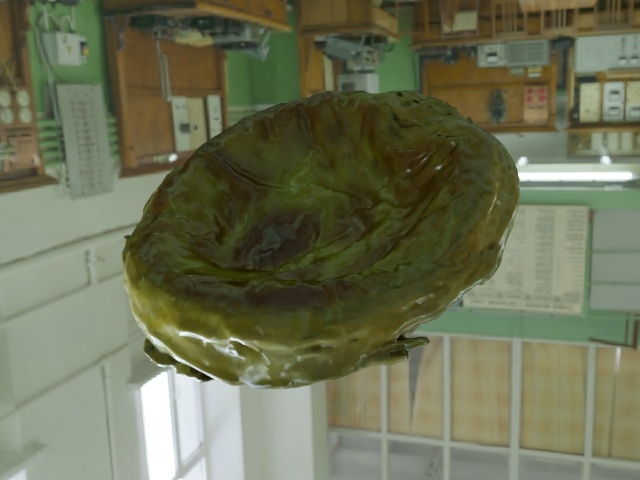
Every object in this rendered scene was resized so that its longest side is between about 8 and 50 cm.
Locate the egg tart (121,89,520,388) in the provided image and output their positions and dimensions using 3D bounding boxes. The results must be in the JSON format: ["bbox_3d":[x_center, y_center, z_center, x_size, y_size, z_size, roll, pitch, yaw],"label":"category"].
[{"bbox_3d":[0.000,0.000,0.502,0.294,0.116,0.295,-11,-142,9],"label":"egg tart"}]
